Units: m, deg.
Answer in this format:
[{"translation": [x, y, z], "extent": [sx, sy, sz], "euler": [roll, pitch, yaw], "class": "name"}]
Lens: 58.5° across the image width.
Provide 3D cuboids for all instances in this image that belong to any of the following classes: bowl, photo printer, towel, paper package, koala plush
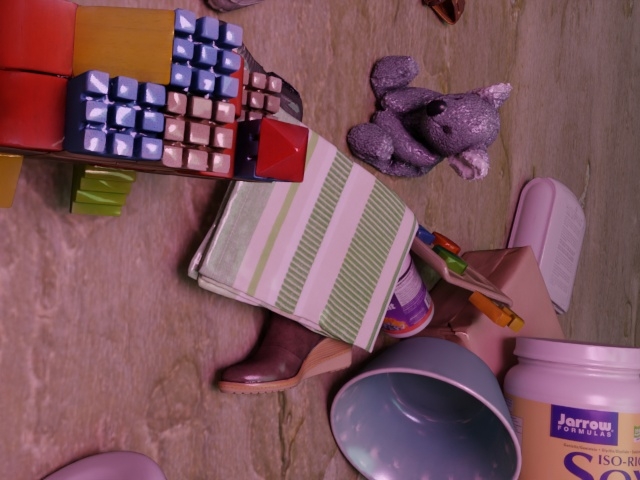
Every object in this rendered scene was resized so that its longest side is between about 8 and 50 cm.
[{"translation": [0.187, 0.289, 0.986], "extent": [0.163, 0.311, 0.312], "euler": [-55, 133, -53], "class": "bowl"}, {"translation": [0.572, 0.007, 1.444], "extent": [0.256, 0.107, 0.308], "euler": [28, 75, -44], "class": "photo printer"}, {"translation": [0.000, 0.000, 0.799], "extent": [0.324, 0.038, 0.248], "euler": [29, 79, -36], "class": "towel"}, {"translation": [0.354, 0.220, 1.176], "extent": [0.309, 0.168, 0.325], "euler": [-40, 113, -35], "class": "paper package"}, {"translation": [0.203, -0.191, 0.957], "extent": [0.203, 0.221, 0.196], "euler": [31, 73, -44], "class": "koala plush"}]

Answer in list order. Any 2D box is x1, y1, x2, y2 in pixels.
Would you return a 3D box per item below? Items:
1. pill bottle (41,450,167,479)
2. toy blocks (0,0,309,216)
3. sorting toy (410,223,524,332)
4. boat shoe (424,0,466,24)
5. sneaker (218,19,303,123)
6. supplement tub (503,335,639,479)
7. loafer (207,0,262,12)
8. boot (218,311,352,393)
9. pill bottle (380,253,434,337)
[{"translation": [-0.210, 0.422, 0.638], "extent": [0.188, 0.187, 0.334], "euler": [-34, 118, -38], "class": "pill bottle"}, {"translation": [-0.160, -0.108, 0.448], "extent": [0.381, 0.260, 0.191], "euler": [4, 94, -37], "class": "toy blocks"}, {"translation": [0.242, 0.049, 0.974], "extent": [0.229, 0.307, 0.041], "euler": [25, 105, -41], "class": "sorting toy"}, {"translation": [0.215, -0.462, 1.047], "extent": [0.178, 0.064, 0.060], "euler": [22, 78, -48], "class": "boat shoe"}, {"translation": [-0.082, -0.195, 0.773], "extent": [0.106, 0.078, 0.234], "euler": [-52, 132, -31], "class": "sneaker"}, {"translation": [0.430, 0.339, 0.968], "extent": [0.241, 0.241, 0.332], "euler": [10, 82, -46], "class": "supplement tub"}, {"translation": [-0.029, -0.404, 0.770], "extent": [0.319, 0.111, 0.112], "euler": [-50, 127, -29], "class": "loafer"}, {"translation": [-0.056, 0.108, 0.853], "extent": [0.248, 0.090, 0.207], "euler": [-7, 86, -42], "class": "boot"}, {"translation": [0.115, 0.067, 0.982], "extent": [0.108, 0.108, 0.194], "euler": [-50, 127, -29], "class": "pill bottle"}]
